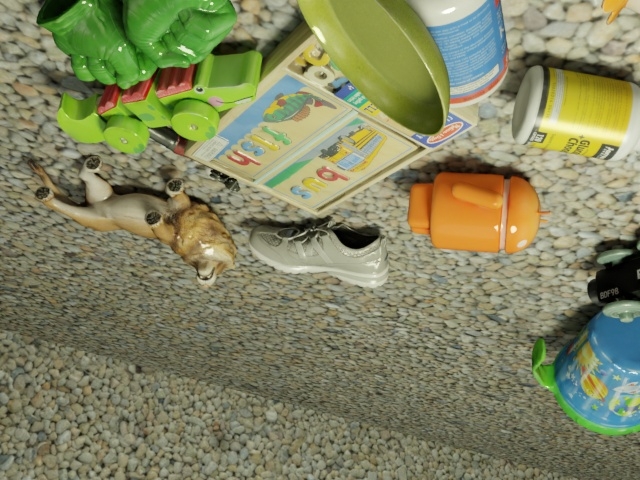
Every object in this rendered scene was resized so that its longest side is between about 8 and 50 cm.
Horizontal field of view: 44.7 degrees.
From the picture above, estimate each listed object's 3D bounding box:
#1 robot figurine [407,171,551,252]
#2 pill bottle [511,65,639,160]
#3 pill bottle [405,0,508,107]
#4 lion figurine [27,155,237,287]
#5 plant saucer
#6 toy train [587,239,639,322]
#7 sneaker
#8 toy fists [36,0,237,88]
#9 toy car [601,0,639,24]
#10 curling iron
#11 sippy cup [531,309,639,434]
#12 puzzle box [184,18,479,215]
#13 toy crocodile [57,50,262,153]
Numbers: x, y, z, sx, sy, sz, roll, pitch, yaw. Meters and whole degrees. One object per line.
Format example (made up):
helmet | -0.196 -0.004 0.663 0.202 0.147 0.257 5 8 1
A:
robot figurine | 0.252 -0.044 1.238 0.220 0.128 0.158 4 129 13
pill bottle | 0.347 -0.159 0.996 0.184 0.103 0.103 11 154 1
pill bottle | 0.136 -0.258 0.854 0.124 0.124 0.221 1 153 20
lion figurine | -0.351 -0.047 1.495 0.392 0.142 0.240 21 164 11
plant saucer | 0.062 -0.217 0.853 0.241 0.037 0.241 46 173 7
toy train | 0.619 0.059 1.309 0.190 0.142 0.334 12 156 -25
sneaker | 0.000 0.000 1.500 0.282 0.105 0.115 10 124 6
toy fists | -0.231 -0.272 0.992 0.279 0.096 0.142 -10 144 34
toy car | 0.290 -0.258 0.583 0.219 0.238 0.210 37 156 9
curling iron | -0.232 -0.158 1.291 0.274 0.035 0.068 33 -176 -31
sippy cup | 0.619 0.254 1.620 0.306 0.240 0.224 -24 146 -16
puzzle box | 0.000 -0.168 1.172 0.272 0.052 0.409 23 151 -25
toy crocodile | -0.230 -0.206 1.110 0.341 0.115 0.105 -6 149 31
